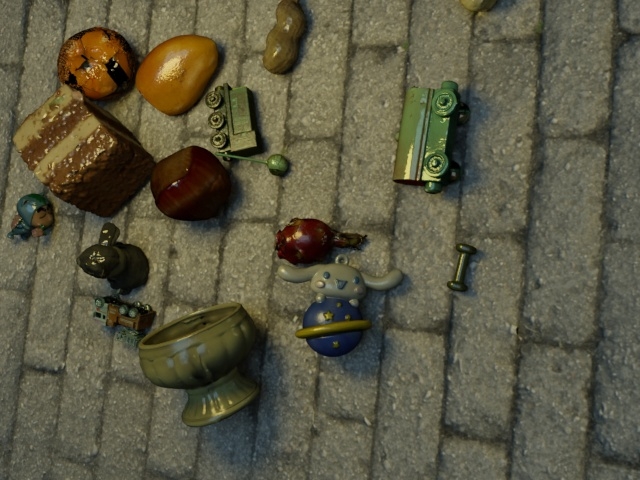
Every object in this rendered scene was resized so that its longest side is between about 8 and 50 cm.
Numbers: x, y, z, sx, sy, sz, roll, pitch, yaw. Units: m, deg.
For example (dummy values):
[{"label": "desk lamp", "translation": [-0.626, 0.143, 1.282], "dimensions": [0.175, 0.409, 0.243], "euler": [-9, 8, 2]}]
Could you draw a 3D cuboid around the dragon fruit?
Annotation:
[{"label": "dragon fruit", "translation": [0.000, 0.000, 1.642], "dimensions": [0.246, 0.125, 0.125], "euler": [2, 71, 4]}]

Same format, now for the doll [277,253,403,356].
[{"label": "doll", "translation": [0.066, 0.166, 1.590], "dimensions": [0.311, 0.159, 0.242], "euler": [-11, 66, -5]}]

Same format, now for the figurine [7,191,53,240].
[{"label": "figurine", "translation": [-0.904, -0.058, 1.972], "dimensions": [0.144, 0.114, 0.178], "euler": [46, 112, 11]}]

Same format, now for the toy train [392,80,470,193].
[{"label": "toy train", "translation": [0.269, -0.259, 1.574], "dimensions": [0.177, 0.116, 0.285], "euler": [7, 88, 33]}]

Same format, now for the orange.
[{"label": "orange", "translation": [-0.677, -0.532, 1.890], "dimensions": [0.235, 0.182, 0.234], "euler": [-4, 77, 15]}]

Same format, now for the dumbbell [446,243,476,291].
[{"label": "dumbbell", "translation": [0.347, 0.067, 1.536], "dimensions": [0.052, 0.046, 0.117], "euler": [14, 89, 15]}]

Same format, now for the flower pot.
[{"label": "flower pot", "translation": [-0.296, 0.321, 1.621], "dimensions": [0.308, 0.307, 0.243], "euler": [-15, 99, 18]}]

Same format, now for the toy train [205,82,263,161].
[{"label": "toy train", "translation": [-0.243, -0.339, 1.771], "dimensions": [0.137, 0.090, 0.225], "euler": [-10, 81, 11]}]

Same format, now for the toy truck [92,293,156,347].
[{"label": "toy truck", "translation": [-0.585, 0.231, 1.836], "dimensions": [0.178, 0.080, 0.115], "euler": [16, 99, 19]}]

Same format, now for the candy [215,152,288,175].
[{"label": "candy", "translation": [-0.190, -0.220, 1.722], "dimensions": [0.203, 0.061, 0.061], "euler": [9, 87, -5]}]

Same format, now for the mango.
[{"label": "mango", "translation": [-0.412, -0.500, 1.820], "dimensions": [0.187, 0.138, 0.257], "euler": [44, 105, 6]}]

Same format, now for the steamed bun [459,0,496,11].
[{"label": "steamed bun", "translation": [0.383, -0.647, 1.552], "dimensions": [0.141, 0.172, 0.155], "euler": [-12, 99, 28]}]

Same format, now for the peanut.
[{"label": "peanut", "translation": [-0.100, -0.576, 1.743], "dimensions": [0.104, 0.086, 0.227], "euler": [17, 89, 39]}]

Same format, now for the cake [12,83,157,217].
[{"label": "cake", "translation": [-0.677, -0.256, 1.821], "dimensions": [0.256, 0.282, 0.290], "euler": [-40, 69, 5]}]

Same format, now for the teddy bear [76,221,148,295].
[{"label": "teddy bear", "translation": [-0.606, 0.045, 1.791], "dimensions": [0.144, 0.251, 0.171], "euler": [1, 70, 18]}]

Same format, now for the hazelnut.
[{"label": "hazelnut", "translation": [-0.362, -0.146, 1.733], "dimensions": [0.230, 0.229, 0.229], "euler": [-2, 84, 19]}]
